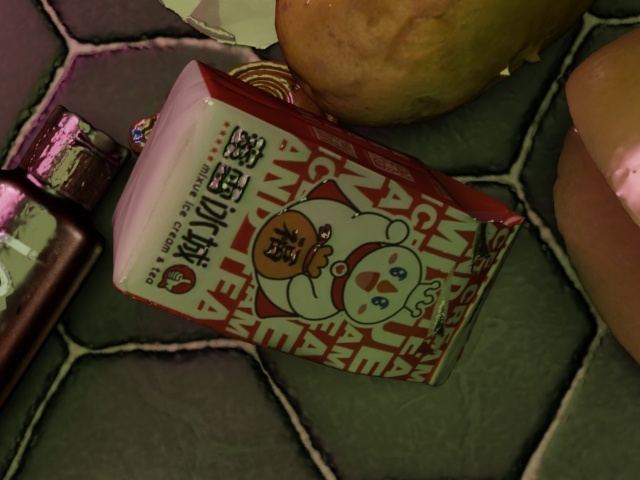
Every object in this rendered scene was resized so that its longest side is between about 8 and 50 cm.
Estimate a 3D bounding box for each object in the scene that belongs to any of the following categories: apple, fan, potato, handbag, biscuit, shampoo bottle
[{"bbox_3d":[0.307,-0.033,0.900,0.233,0.295,0.258,-28,56,-1],"label":"apple"},{"bbox_3d":[-0.133,-0.241,1.067,0.310,0.010,0.182,-6,84,-2],"label":"fan"},{"bbox_3d":[0.084,-0.207,0.979,0.266,0.229,0.229,-40,85,13],"label":"potato"},{"bbox_3d":[0.000,0.000,0.977,0.298,0.151,0.171,23,103,-18],"label":"handbag"},{"bbox_3d":[-0.070,-0.082,1.045,0.175,0.026,0.124,-13,84,0],"label":"biscuit"},{"bbox_3d":[-0.267,0.045,1.011,0.129,0.084,0.323,33,86,10],"label":"shampoo bottle"}]
